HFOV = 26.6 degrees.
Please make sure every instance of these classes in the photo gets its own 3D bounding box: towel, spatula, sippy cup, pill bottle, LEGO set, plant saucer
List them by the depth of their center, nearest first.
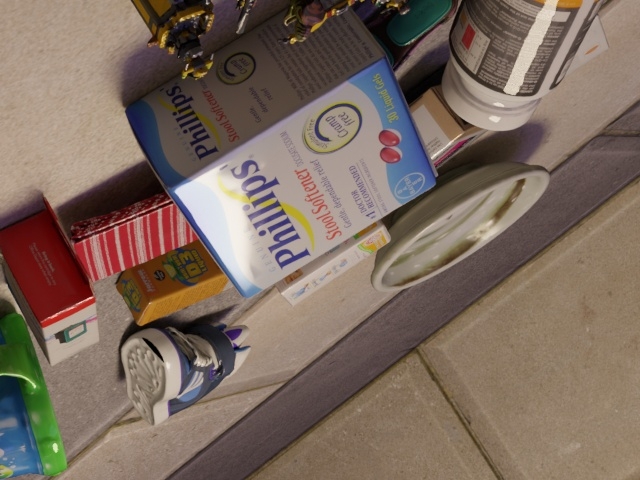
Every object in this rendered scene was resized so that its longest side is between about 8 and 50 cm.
[{"bbox_3d":[-0.011,-0.253,1.312,0.331,0.192,0.255,-22,161,-32],"label":"LEGO set"},{"bbox_3d":[0.250,-0.274,1.680,0.162,0.162,0.278,-24,154,-28],"label":"pill bottle"},{"bbox_3d":[-0.200,-0.028,1.812,0.275,0.031,0.199,-23,164,-11],"label":"towel"},{"bbox_3d":[-0.492,0.243,1.880,0.224,0.240,0.305,-17,122,-15],"label":"sippy cup"},{"bbox_3d":[0.088,-0.189,1.996,0.296,0.030,0.084,-29,165,-12],"label":"spatula"},{"bbox_3d":[0.249,-0.049,2.596,0.400,0.100,0.400,-30,164,-10],"label":"plant saucer"}]

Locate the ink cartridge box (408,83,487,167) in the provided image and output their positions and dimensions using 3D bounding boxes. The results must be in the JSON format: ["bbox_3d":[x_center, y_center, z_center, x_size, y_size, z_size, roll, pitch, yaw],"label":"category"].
[{"bbox_3d":[0.149,-0.148,2.060,0.234,0.088,0.193,-38,175,32],"label":"ink cartridge box"}]

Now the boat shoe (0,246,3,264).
[{"bbox_3d":[-0.502,0.087,1.585,0.305,0.091,0.109,-29,164,-10],"label":"boat shoe"}]

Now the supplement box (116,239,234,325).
[{"bbox_3d":[-0.193,0.047,2.086,0.233,0.078,0.080,-23,162,-32],"label":"supplement box"}]

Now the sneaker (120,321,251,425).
[{"bbox_3d":[-0.225,0.191,2.408,0.236,0.130,0.323,-36,163,-25],"label":"sneaker"}]

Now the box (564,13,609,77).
[{"bbox_3d":[0.346,-0.307,2.018,0.130,0.091,0.170,-35,164,9],"label":"box"}]

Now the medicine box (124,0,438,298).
[{"bbox_3d":[-0.041,-0.111,1.622,0.289,0.149,0.263,-32,144,-1],"label":"medicine box"}]

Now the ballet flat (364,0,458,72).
[{"bbox_3d":[0.089,-0.258,1.733,0.221,0.077,0.079,-38,-177,18],"label":"ballet flat"}]

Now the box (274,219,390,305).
[{"bbox_3d":[0.000,0.000,2.240,0.203,0.114,0.103,-33,163,0],"label":"box"}]

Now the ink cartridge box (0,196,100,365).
[{"bbox_3d":[-0.345,0.055,1.711,0.078,0.134,0.231,-27,163,-17],"label":"ink cartridge box"}]
